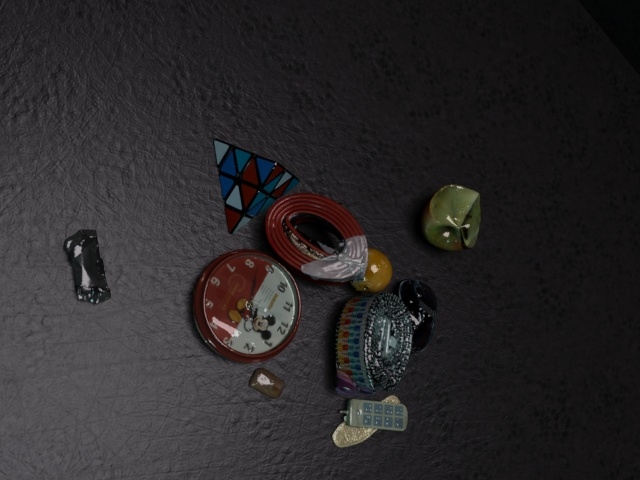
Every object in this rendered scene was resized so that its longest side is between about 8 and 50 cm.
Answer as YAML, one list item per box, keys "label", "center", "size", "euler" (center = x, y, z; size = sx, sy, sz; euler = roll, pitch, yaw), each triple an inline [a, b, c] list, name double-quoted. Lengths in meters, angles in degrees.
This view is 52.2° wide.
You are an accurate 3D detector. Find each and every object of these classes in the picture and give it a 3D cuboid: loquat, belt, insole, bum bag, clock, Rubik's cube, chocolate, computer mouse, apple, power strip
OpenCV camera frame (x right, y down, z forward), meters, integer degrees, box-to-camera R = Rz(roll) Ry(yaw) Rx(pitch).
- label: "loquat"
  center: [0.143, 0.090, 1.952]
  size: [0.141, 0.141, 0.141]
  euler: [5, 78, -24]
- label: "belt"
  center: [0.148, 0.301, 1.907]
  size: [0.207, 0.161, 0.294]
  euler: [13, 76, -40]
- label: "insole"
  center: [0.141, 0.537, 1.933]
  size: [0.248, 0.011, 0.081]
  euler: [-25, 90, -27]
- label: "bum bag"
  center: [-0.593, 0.065, 1.666]
  size: [0.087, 0.049, 0.197]
  euler: [-12, 84, -31]
- label: "clock"
  center: [-0.199, 0.180, 1.810]
  size: [0.319, 0.080, 0.318]
  euler: [8, 74, -28]
- label: "Rubik's cube"
  center: [-0.193, -0.120, 1.832]
  size: [0.284, 0.250, 0.234]
  euler: [26, 89, -23]
- label: "chocolate"
  center: [-0.144, 0.400, 1.818]
  size: [0.101, 0.031, 0.064]
  euler: [36, 72, -16]
- label: "computer mouse"
  center: [0.289, 0.231, 2.015]
  size: [0.137, 0.096, 0.233]
  euler: [7, 78, -23]
- label: "apple"
  center: [0.422, -0.069, 2.097]
  size: [0.207, 0.174, 0.188]
  euler: [37, 48, -12]
- label: "belt"
  center: [0.000, 0.000, 1.852]
  size: [0.324, 0.115, 0.227]
  euler: [30, 80, 8]
- label: "power strip"
  center: [0.160, 0.514, 1.923]
  size: [0.227, 0.029, 0.079]
  euler: [11, 72, -22]
